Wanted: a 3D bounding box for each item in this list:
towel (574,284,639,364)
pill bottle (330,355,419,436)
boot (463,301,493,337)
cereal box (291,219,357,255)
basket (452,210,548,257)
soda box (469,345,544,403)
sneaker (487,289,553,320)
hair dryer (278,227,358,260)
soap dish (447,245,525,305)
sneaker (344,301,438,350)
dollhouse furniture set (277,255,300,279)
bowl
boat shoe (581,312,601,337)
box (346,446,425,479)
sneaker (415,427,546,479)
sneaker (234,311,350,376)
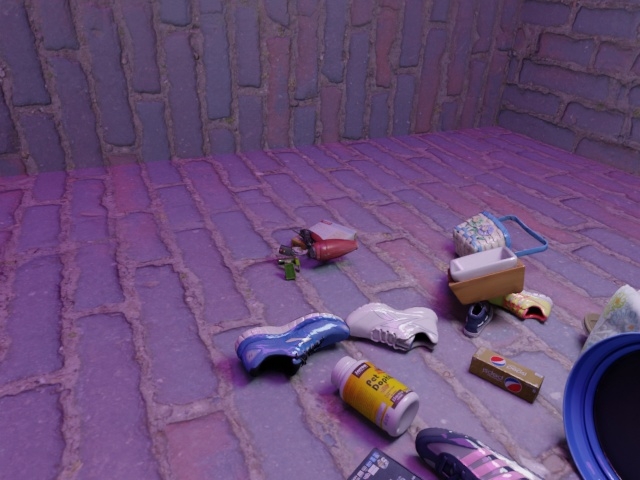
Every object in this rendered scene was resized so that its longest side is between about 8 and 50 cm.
[{"bbox_3d":[0.750,0.328,1.105,0.090,0.320,0.374,10,29,-3],"label":"towel"},{"bbox_3d":[0.130,0.379,1.172,0.215,0.117,0.117,26,37,37],"label":"pill bottle"},{"bbox_3d":[0.516,0.229,1.508,0.069,0.086,0.190,17,32,25],"label":"boot"},{"bbox_3d":[0.018,-0.005,1.938,0.173,0.047,0.240,22,34,29],"label":"cereal box"},{"bbox_3d":[0.685,0.000,1.817,0.289,0.201,0.254,-13,30,-8],"label":"basket"},{"bbox_3d":[0.506,0.365,1.285,0.181,0.061,0.058,24,36,33],"label":"soda box"},{"bbox_3d":[0.660,0.213,1.560,0.209,0.081,0.094,9,40,21],"label":"sneaker"},{"bbox_3d":[0.000,0.000,1.801,0.294,0.080,0.223,11,33,11],"label":"hair dryer"},{"bbox_3d":[0.542,0.114,1.552,0.229,0.118,0.291,-17,3,16],"label":"soap dish"},{"bbox_3d":[0.216,0.264,1.408,0.297,0.111,0.129,0,35,-2],"label":"sneaker"},{"bbox_3d":[-0.117,0.099,1.766,0.076,0.058,0.152,-10,11,-8],"label":"dollhouse furniture set"},{"bbox_3d":[0.675,0.382,0.940,0.077,0.391,0.391,6,26,-21],"label":"bowl"},{"bbox_3d":[0.832,0.328,1.331,0.113,0.103,0.302,2,29,-1],"label":"boat shoe"},{"bbox_3d":[0.117,0.548,0.925,0.183,0.059,0.233,25,36,33],"label":"box"},{"bbox_3d":[0.331,0.504,0.966,0.319,0.112,0.131,18,29,28],"label":"sneaker"},{"bbox_3d":[-0.064,0.307,1.316,0.330,0.129,0.147,-13,46,-19],"label":"sneaker"}]
